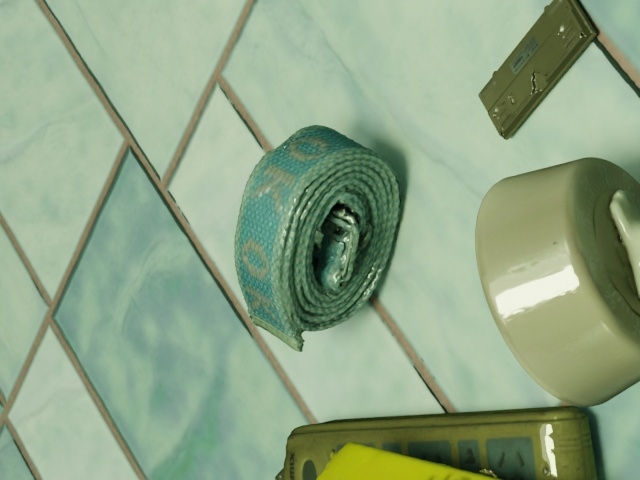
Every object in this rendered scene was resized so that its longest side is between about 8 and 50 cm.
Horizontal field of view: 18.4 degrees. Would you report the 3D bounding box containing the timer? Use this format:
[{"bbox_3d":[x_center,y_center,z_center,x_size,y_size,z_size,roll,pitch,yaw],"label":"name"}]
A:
[{"bbox_3d":[0.260,-0.008,1.340,0.266,0.175,0.175,-25,76,34],"label":"timer"}]

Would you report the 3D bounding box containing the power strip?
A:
[{"bbox_3d":[0.080,0.191,1.643,0.387,0.066,0.092,-11,85,52],"label":"power strip"}]

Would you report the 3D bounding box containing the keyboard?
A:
[{"bbox_3d":[0.166,-0.136,1.522,0.129,0.015,0.049,-53,51,42],"label":"keyboard"}]

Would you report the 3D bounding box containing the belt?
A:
[{"bbox_3d":[0.001,-0.008,1.651,0.082,0.148,0.163,35,150,41],"label":"belt"}]

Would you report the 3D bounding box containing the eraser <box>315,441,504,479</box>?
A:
[{"bbox_3d":[0.110,0.242,1.528,0.226,0.069,0.158,10,137,40],"label":"eraser"}]
